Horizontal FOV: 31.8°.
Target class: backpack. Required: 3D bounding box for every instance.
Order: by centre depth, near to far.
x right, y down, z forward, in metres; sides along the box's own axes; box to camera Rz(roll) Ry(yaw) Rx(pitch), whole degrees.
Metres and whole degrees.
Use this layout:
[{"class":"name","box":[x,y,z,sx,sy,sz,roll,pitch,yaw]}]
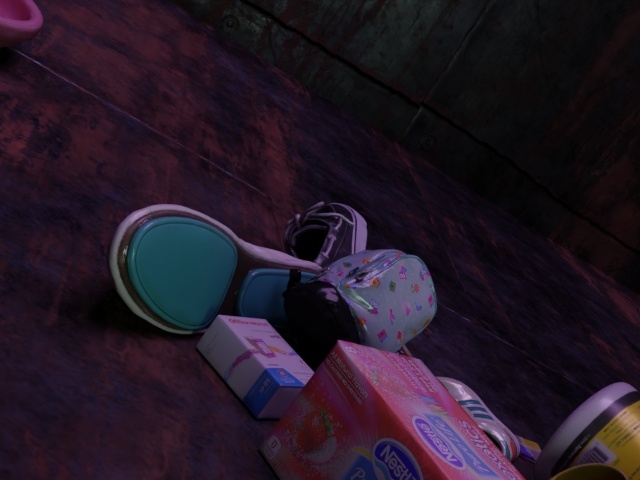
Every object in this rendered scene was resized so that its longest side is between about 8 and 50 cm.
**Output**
[{"class":"backpack","box":[0.053,0.084,1.366,0.115,0.152,0.182,7,28,42]}]

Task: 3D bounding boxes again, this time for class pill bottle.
[{"class":"pill bottle","box":[0.453,0.355,1.441,0.334,0.188,0.188,44,18,28]}]

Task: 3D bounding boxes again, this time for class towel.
[{"class":"towel","box":[0.291,0.296,1.615,0.083,0.009,0.060,28,17,-23]}]

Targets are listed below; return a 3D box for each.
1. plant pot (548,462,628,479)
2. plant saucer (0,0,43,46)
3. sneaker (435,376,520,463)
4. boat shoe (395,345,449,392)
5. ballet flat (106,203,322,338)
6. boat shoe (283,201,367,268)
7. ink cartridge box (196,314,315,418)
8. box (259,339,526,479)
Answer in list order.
[{"class":"plant pot","box":[0.327,0.349,1.349,0.095,0.134,0.134,58,7,-22]},{"class":"plant saucer","box":[-0.584,-0.383,1.689,0.332,0.084,0.332,31,16,-10]},{"class":"sneaker","box":[0.195,0.240,1.492,0.161,0.057,0.075,42,11,16]},{"class":"boat shoe","box":[0.087,0.176,1.442,0.095,0.095,0.257,54,-3,-42]},{"class":"ballet flat","box":[-0.138,0.039,1.320,0.139,0.139,0.400,45,14,32]},{"class":"boat shoe","box":[-0.003,0.003,1.690,0.105,0.113,0.306,45,21,-19]},{"class":"ink cartridge box","box":[-0.067,0.141,1.256,0.122,0.052,0.088,43,18,32]},{"class":"box","box":[0.096,0.251,1.076,0.142,0.154,0.300,19,23,-45]}]
